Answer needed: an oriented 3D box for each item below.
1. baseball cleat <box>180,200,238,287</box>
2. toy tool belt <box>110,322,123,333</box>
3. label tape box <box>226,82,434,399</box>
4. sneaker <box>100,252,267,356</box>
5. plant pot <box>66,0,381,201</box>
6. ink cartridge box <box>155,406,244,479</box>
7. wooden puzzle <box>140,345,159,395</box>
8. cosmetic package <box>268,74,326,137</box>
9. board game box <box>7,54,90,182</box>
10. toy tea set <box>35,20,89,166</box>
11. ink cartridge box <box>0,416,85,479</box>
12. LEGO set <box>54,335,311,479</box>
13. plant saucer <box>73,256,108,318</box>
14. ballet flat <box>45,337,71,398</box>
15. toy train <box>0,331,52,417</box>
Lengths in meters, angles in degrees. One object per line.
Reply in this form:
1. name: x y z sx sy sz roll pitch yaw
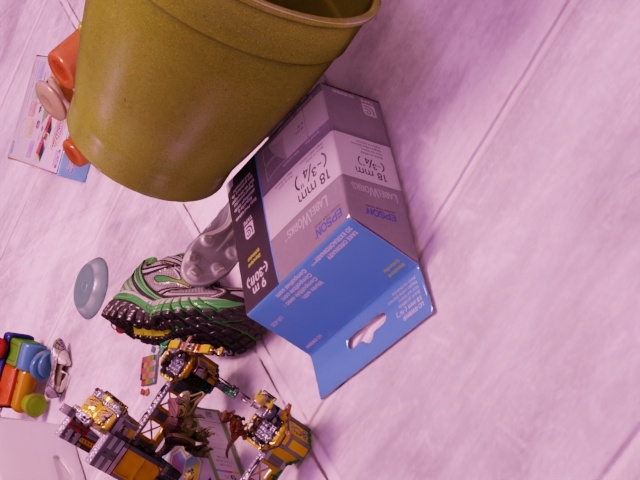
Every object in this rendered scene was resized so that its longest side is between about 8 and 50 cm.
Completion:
1. baseball cleat: -0.146 0.006 1.651 0.206 0.072 0.109 -52 3 -35
2. toy tool belt: -0.325 0.118 1.931 0.051 0.052 0.083 -91 26 -80
3. label tape box: 0.000 0.000 1.461 0.240 0.105 0.334 -44 45 38
4. sneaker: -0.198 0.079 1.688 0.343 0.134 0.146 4 62 46
5. plant pot: -0.163 -0.252 1.477 0.353 0.366 0.366 -58 38 32
6. ink cartridge box: -0.164 0.347 1.596 0.109 0.062 0.209 -56 39 24
7. wooden puzzle: -0.284 0.216 1.863 0.049 0.006 0.083 -19 63 50
8. cosmetic package: -0.096 -0.220 1.699 0.231 0.085 0.117 22 95 54
9. board game box: -0.550 -0.262 2.365 0.316 0.064 0.242 19 93 55
10. toy tea set: -0.420 -0.266 2.085 0.200 0.124 0.336 52 153 -3
11. ink cartridge box: -0.570 0.545 2.002 0.385 0.160 0.279 -60 37 21
12. LEGO set: -0.194 0.247 1.480 0.255 0.192 0.331 -50 43 -3
13. plant saucer: -0.436 0.088 2.111 0.119 0.021 0.119 -25 58 48
14. ballet flat: -0.490 0.242 2.121 0.041 0.041 0.114 -7 72 53
15. toy train: -0.586 0.313 2.180 0.143 0.105 0.248 13 88 42
